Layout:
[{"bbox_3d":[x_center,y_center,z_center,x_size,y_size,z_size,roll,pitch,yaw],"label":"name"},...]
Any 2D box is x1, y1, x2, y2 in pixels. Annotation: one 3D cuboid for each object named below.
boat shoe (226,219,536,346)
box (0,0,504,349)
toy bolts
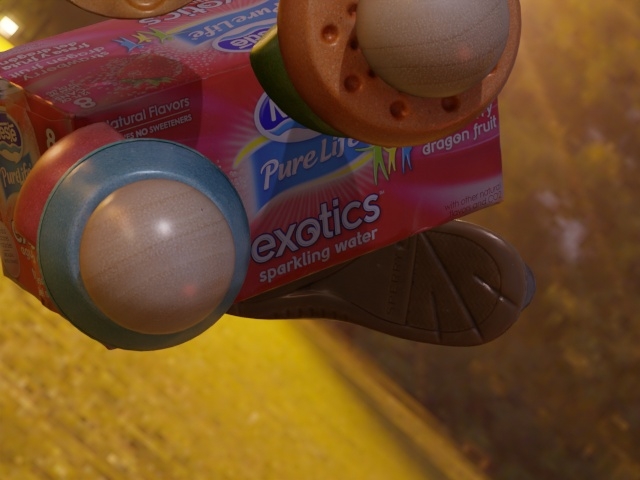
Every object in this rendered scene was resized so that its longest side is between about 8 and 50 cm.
[{"bbox_3d":[0.000,0.000,1.452,0.342,0.123,0.123,12,8,16],"label":"boat shoe"},{"bbox_3d":[-0.039,-0.056,0.998,0.123,0.257,0.128,27,-51,51],"label":"box"},{"bbox_3d":[-0.050,-0.069,0.771,0.218,0.228,0.158,34,-2,-12],"label":"toy bolts"}]
